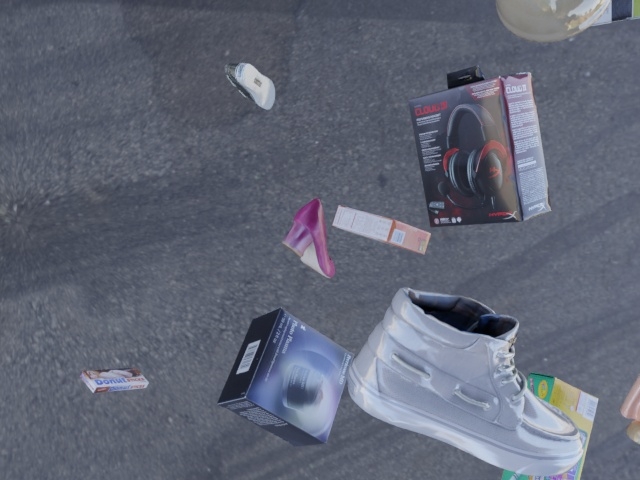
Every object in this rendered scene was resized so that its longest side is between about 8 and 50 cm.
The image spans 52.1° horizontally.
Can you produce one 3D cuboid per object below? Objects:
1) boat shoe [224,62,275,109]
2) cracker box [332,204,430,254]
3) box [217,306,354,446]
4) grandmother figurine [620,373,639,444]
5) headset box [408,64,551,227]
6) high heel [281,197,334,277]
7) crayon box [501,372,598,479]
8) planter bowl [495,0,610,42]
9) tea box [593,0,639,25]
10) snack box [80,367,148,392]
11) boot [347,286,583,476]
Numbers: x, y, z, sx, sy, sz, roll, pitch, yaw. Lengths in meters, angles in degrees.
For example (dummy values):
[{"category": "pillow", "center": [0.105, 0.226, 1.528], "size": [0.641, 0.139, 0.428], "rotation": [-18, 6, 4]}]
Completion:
[{"category": "boat shoe", "center": [-0.194, -0.439, 1.836], "size": [0.078, 0.070, 0.219], "rotation": [-68, 156, -8]}, {"category": "cracker box", "center": [0.166, -0.030, 1.813], "size": [0.155, 0.232, 0.067], "rotation": [17, 92, -39]}, {"category": "box", "center": [-0.093, 0.405, 1.930], "size": [0.294, 0.182, 0.296], "rotation": [35, 55, -22]}, {"category": "grandmother figurine", "center": [0.553, 0.150, 0.989], "size": [0.104, 0.208, 0.343], "rotation": [14, 110, 11]}, {"category": "headset box", "center": [0.300, -0.182, 1.257], "size": [0.110, 0.218, 0.293], "rotation": [-17, 100, -40]}, {"category": "high heel", "center": [0.000, 0.000, 1.415], "size": [0.117, 0.082, 0.244], "rotation": [-56, 147, -6]}, {"category": "crayon box", "center": [0.539, 0.472, 1.535], "size": [0.165, 0.081, 0.279], "rotation": [27, 74, -25]}, {"category": "planter bowl", "center": [0.313, -0.371, 0.895], "size": [0.109, 0.162, 0.162], "rotation": [32, 75, -60]}, {"category": "tea box", "center": [0.584, -0.584, 1.176], "size": [0.323, 0.220, 0.329], "rotation": [-5, 113, 13]}, {"category": "snack box", "center": [-0.523, 0.355, 1.670], "size": [0.022, 0.064, 0.178], "rotation": [-57, 152, 11]}, {"category": "boot", "center": [0.162, 0.131, 0.616], "size": [0.258, 0.095, 0.123], "rotation": [20, 113, -16]}]
